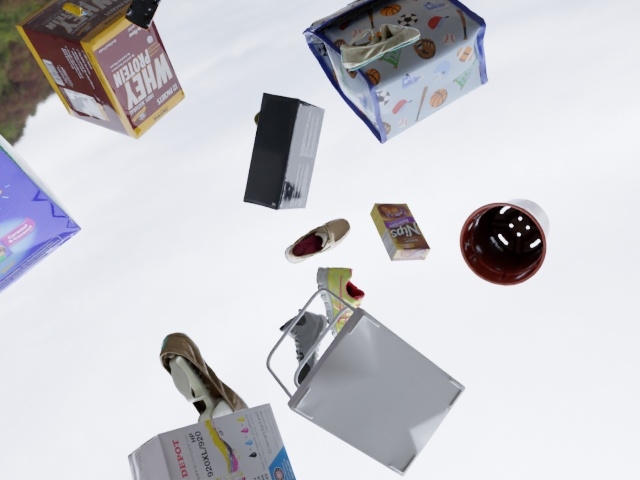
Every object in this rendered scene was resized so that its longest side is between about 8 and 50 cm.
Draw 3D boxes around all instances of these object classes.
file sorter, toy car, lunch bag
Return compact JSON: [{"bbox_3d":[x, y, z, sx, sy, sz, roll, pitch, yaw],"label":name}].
[{"bbox_3d":[0.074,0.242,1.071,0.193,0.277,0.173,-53,-154,-3],"label":"file sorter"},{"bbox_3d":[-0.271,-0.319,0.795,0.121,0.060,0.040,8,-160,-13],"label":"toy car"},{"bbox_3d":[0.172,-0.490,1.499,0.327,0.239,0.386,-28,-127,-6],"label":"lunch bag"}]

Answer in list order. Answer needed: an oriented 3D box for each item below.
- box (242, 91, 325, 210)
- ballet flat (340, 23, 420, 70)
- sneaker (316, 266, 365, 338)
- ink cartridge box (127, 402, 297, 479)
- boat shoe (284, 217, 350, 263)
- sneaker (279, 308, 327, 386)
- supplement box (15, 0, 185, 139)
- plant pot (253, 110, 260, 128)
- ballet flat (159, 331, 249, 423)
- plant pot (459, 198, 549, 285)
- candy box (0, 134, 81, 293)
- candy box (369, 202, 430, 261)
[{"bbox_3d":[-0.086,-0.212,1.474,0.103,0.262,0.184,14,-172,16],"label":"box"},{"bbox_3d":[0.108,-0.355,1.067,0.168,0.052,0.057,-31,-152,-20],"label":"ballet flat"},{"bbox_3d":[0.059,0.147,1.352,0.094,0.209,0.081,-12,-151,11],"label":"sneaker"},{"bbox_3d":[-0.196,0.422,1.087,0.232,0.171,0.168,-4,153,-40],"label":"ink cartridge box"},{"bbox_3d":[0.000,0.000,1.352,0.170,0.063,0.059,-32,179,-14],"label":"boat shoe"},{"bbox_3d":[-0.069,0.303,1.744,0.086,0.132,0.229,-41,-152,55],"label":"sneaker"},{"bbox_3d":[-0.372,-0.307,1.039,0.194,0.191,0.129,21,-123,29],"label":"supplement box"},{"bbox_3d":[-0.129,-0.335,1.829,0.134,0.095,0.134,-4,-138,3],"label":"plant pot"},{"bbox_3d":[-0.291,0.383,1.502,0.116,0.342,0.124,-31,-172,15],"label":"ballet flat"},{"bbox_3d":[0.632,-0.018,1.997,0.272,0.273,0.265,-6,-169,32],"label":"plant pot"},{"bbox_3d":[-0.477,-0.035,0.687,0.268,0.317,0.122,-41,-113,-14],"label":"candy box"},{"bbox_3d":[0.222,-0.026,1.690,0.109,0.053,0.187,-1,-132,-22],"label":"candy box"}]
